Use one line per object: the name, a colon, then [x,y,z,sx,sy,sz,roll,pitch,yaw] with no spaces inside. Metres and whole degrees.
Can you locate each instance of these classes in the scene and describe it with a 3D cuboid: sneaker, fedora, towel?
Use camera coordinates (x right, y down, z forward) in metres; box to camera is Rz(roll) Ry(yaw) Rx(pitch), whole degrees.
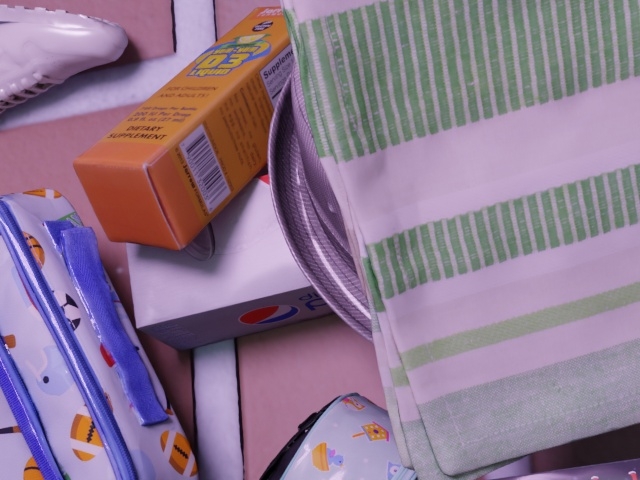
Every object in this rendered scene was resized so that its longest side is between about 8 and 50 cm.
sneaker: [-0.277,-0.156,0.973,0.235,0.090,0.095,1,87,20]
fedora: [0.074,-0.063,0.717,0.243,0.124,0.275,-25,70,7]
towel: [0.126,-0.037,0.615,0.248,0.038,0.325,-17,104,-2]

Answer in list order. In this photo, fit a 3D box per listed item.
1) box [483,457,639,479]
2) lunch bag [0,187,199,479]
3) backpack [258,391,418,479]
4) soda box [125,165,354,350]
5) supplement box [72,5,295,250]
box: [0.214,0.164,0.691,0.233,0.159,0.044,-11,72,13]
lunch bag: [-0.233,0.113,0.818,0.243,0.115,0.303,-37,75,27]
backpack: [0.016,0.202,0.732,0.144,0.166,0.188,23,85,19]
soda box: [0.000,0.000,0.835,0.286,0.091,0.098,-14,71,11]
supplement box: [-0.075,-0.092,0.825,0.078,0.080,0.233,5,38,36]
